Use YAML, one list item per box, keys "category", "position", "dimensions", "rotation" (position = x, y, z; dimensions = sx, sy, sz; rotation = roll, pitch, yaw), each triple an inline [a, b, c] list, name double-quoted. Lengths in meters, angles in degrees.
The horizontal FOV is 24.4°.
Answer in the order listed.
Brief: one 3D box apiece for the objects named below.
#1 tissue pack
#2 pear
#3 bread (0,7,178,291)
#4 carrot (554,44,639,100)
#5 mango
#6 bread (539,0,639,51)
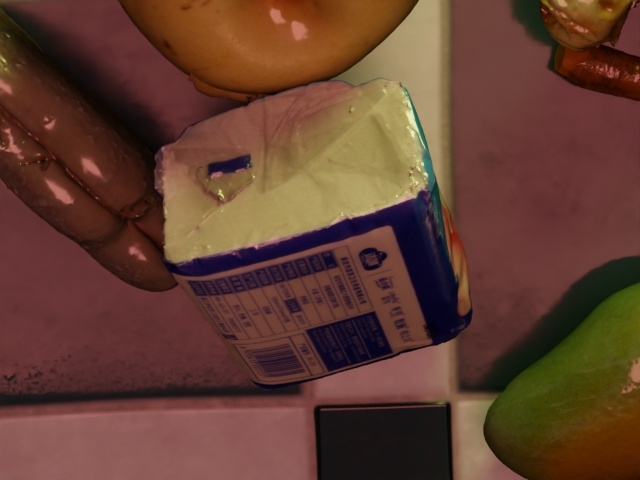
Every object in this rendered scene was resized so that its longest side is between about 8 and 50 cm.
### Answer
- category: "tissue pack"
  position: [0.000, 0.000, 1.167]
  dimensions: [0.209, 0.270, 0.137]
  rotation: [-18, 63, 6]
- category: "pear"
  position: [-0.038, -0.270, 1.103]
  dimensions: [0.309, 0.309, 0.309]
  rotation: [0, 99, 0]
- category: "bread"
  position: [-0.225, -0.090, 1.202]
  dimensions: [0.337, 0.183, 0.102]
  rotation: [44, 89, -7]
- category: "carrot"
  position: [0.285, -0.138, 1.264]
  dimensions: [0.170, 0.042, 0.042]
  rotation: [12, 99, -5]
- category: "mango"
  position: [0.264, 0.132, 1.268]
  dimensions: [0.251, 0.114, 0.156]
  rotation: [-34, 105, 4]
- category: "bread"
  position: [0.302, -0.309, 1.195]
  dimensions: [0.084, 0.077, 0.367]
  rotation: [38, 90, -27]
